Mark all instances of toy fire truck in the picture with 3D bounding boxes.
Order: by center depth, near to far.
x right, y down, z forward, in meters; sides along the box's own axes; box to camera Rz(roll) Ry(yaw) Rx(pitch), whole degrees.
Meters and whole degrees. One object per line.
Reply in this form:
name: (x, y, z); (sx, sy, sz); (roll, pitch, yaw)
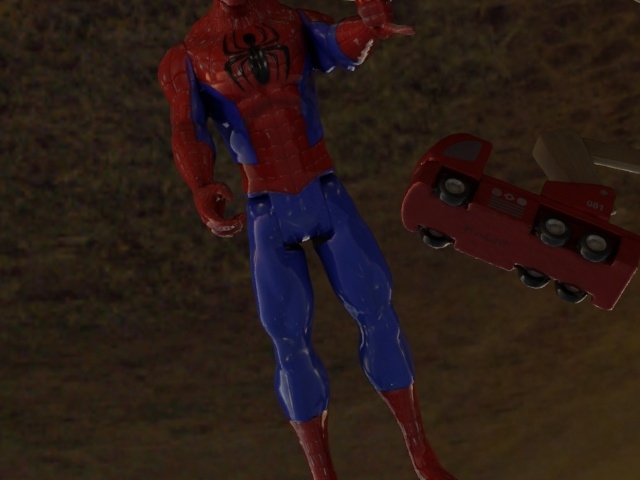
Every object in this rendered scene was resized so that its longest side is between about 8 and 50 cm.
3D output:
toy fire truck: (0.157, -0.029, 0.690); (0.192, 0.135, 0.047); (22, 138, 7)

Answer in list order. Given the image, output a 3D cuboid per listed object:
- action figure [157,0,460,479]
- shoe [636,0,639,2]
action figure: (0.000, 0.000, 0.456); (0.091, 0.280, 0.139); (-19, -172, -7)
shoe: (0.174, -0.242, 0.814); (0.219, 0.058, 0.076); (27, 139, -20)
